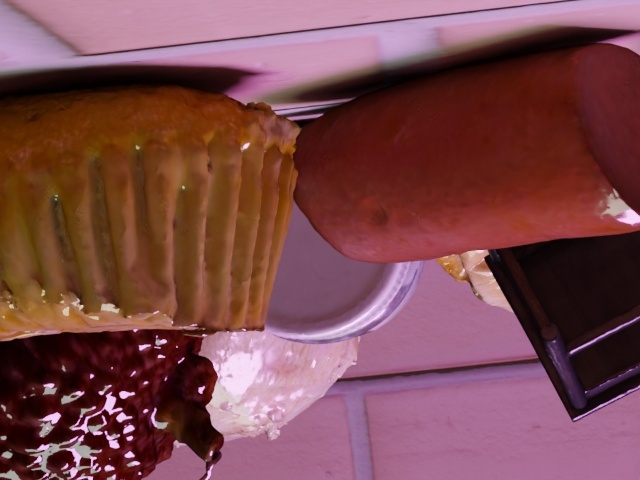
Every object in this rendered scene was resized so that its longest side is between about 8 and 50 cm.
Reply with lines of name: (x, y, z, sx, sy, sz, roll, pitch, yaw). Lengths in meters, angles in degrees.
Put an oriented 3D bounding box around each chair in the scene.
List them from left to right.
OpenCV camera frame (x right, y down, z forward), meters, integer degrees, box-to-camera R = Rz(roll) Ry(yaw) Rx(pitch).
chair: (0.202, 0.030, 1.116, 0.141, 0.155, 0.260, -27, 151, 4)

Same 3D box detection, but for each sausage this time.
sausage: (0.084, -0.046, 0.958, 0.113, 0.114, 0.259, -4, 177, -43)

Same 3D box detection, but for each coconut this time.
coconut: (-0.106, 0.067, 1.541, 0.297, 0.255, 0.297, -8, 178, 0)

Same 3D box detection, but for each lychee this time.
lychee: (-0.192, 0.075, 1.188, 0.300, 0.264, 0.264, 32, -176, 9)

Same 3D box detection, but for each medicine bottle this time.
medicine bottle: (0.000, 0.000, 1.268, 0.165, 0.165, 0.273, -6, 177, 4)

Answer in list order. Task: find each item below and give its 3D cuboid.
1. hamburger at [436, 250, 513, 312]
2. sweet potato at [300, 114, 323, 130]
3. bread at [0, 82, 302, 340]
hamburger: (0.143, -0.029, 1.229, 0.135, 0.155, 0.207, -11, 169, 14)
sweet potato: (0.037, -0.069, 1.088, 0.194, 0.056, 0.056, -2, 179, 17)
bread: (-0.131, -0.012, 0.924, 0.240, 0.139, 0.240, -3, 177, 0)
